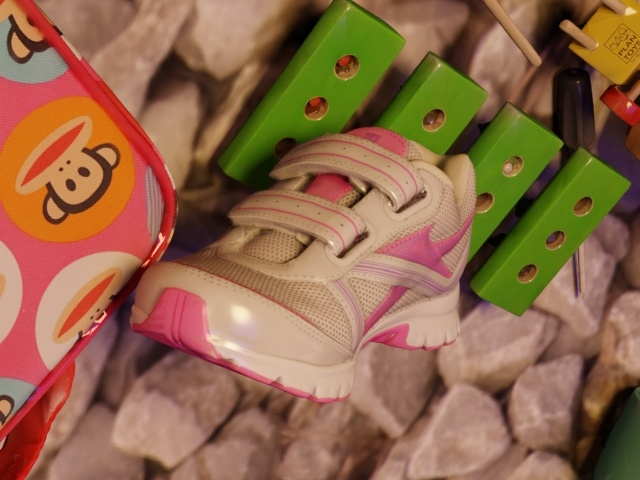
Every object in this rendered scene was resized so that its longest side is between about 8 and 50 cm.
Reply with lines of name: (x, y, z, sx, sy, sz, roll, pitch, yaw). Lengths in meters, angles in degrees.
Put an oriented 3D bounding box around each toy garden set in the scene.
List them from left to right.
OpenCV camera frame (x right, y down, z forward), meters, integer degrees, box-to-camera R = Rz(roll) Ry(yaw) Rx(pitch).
toy garden set: (0.088, -0.083, 0.774, 0.244, 0.049, 0.204, 26, 109, -39)

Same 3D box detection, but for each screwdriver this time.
screwdriver: (0.167, -0.031, 0.886, 0.024, 0.025, 0.170, -26, 121, -25)

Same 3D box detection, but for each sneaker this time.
sneaker: (0.000, 0.000, 0.660, 0.252, 0.103, 0.111, -17, 122, -63)

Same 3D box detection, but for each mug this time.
mug: (0.268, 0.179, 0.989, 0.158, 0.129, 0.097, 16, 103, -40)

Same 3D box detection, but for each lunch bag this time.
lunch bag: (-0.203, 0.023, 0.574, 0.293, 0.120, 0.258, -47, 131, -11)

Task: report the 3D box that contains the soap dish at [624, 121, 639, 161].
soap dish: (0.331, -0.100, 0.895, 0.291, 0.118, 0.229, 16, 100, -48)
